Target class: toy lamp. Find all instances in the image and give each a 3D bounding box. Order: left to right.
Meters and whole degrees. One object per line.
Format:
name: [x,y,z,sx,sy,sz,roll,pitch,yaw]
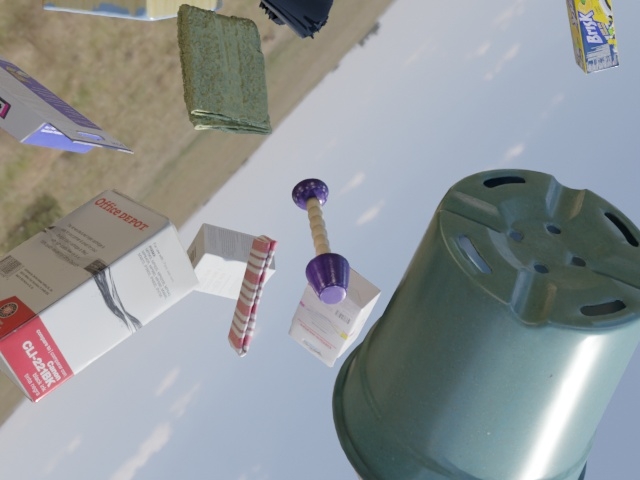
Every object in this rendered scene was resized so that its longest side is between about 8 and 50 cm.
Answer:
toy lamp: [0.000,0.000,1.679,0.080,0.080,0.274,-44,-143,24]

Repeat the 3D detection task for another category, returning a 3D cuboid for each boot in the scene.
boot: [-0.082,-0.372,1.175,0.094,0.207,0.246,-37,-137,29]

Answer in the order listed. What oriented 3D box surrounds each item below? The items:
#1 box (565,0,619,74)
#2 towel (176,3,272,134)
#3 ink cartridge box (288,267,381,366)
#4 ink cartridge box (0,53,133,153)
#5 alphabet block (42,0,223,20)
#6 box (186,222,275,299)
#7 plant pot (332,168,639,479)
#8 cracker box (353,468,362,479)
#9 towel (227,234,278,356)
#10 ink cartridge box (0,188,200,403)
box: [0.402,-0.340,1.434,0.054,0.168,0.059,-15,-151,4]
towel: [-0.107,-0.186,1.056,0.110,0.148,0.027,5,159,-39]
ink cartridge box: [0.022,0.134,1.773,0.067,0.115,0.198,-41,163,-41]
ink cartridge box: [-0.504,-0.232,1.616,0.069,0.371,0.176,-60,162,10]
alphabet block: [-0.255,-0.417,1.317,0.193,0.192,0.197,-37,133,-60]
box: [-0.205,0.051,2.132,0.130,0.171,0.091,-52,-146,39]
plant pot: [0.213,0.119,1.132,0.341,0.341,0.334,-55,166,-46]
cracker box: [0.169,0.520,2.087,0.156,0.232,0.067,-27,168,-4]
towel: [-0.111,0.088,1.577,0.144,0.029,0.197,-161,-94,-79]
ink cartridge box: [-0.331,0.064,1.294,0.273,0.114,0.197,-37,-145,-23]
